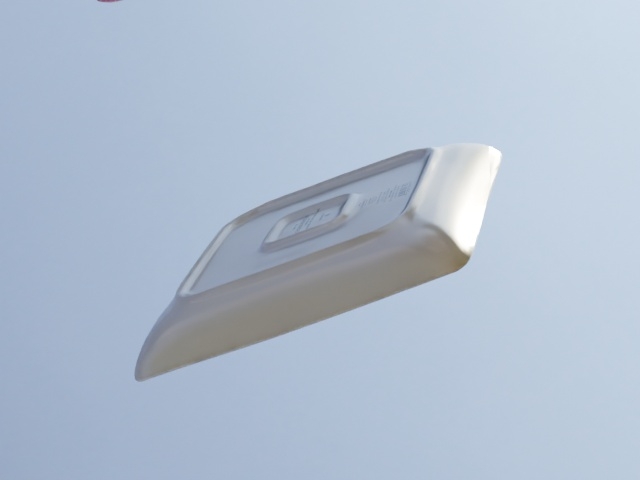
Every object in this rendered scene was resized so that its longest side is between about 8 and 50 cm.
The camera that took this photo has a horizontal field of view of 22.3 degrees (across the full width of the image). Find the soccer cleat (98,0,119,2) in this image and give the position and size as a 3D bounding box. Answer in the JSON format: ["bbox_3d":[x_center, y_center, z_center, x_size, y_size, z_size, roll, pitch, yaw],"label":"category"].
[{"bbox_3d":[-0.167,-0.339,1.720,0.248,0.095,0.083,-51,-55,-28],"label":"soccer cleat"}]

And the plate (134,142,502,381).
[{"bbox_3d":[0.000,0.000,1.300,0.045,0.278,0.277,66,-161,-14],"label":"plate"}]
